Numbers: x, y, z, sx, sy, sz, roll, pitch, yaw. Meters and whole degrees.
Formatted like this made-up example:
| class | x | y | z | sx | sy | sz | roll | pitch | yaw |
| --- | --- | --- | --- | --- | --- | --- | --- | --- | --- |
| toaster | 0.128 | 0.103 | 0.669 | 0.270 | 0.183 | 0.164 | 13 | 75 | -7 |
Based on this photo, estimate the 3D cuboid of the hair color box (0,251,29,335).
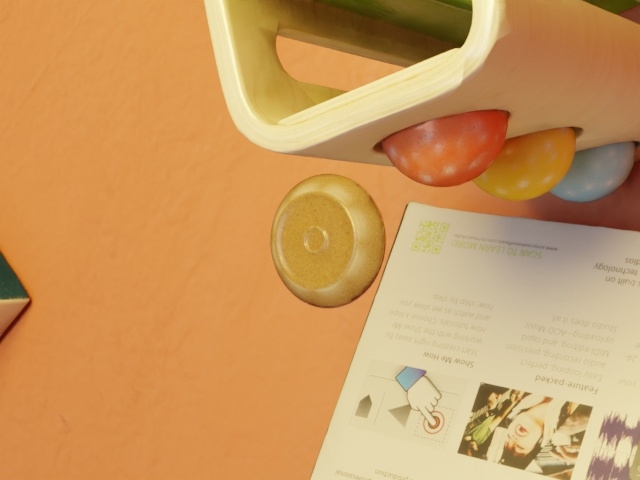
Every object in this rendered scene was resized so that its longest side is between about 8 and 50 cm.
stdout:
| class | x | y | z | sx | sy | sz | roll | pitch | yaw |
| --- | --- | --- | --- | --- | --- | --- | --- | --- | --- |
| hair color box | -0.386 | 0.122 | 0.968 | 0.347 | 0.174 | 0.105 | -48 | 66 | 22 |

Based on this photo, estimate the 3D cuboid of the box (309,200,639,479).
| class | x | y | z | sx | sy | sz | roll | pitch | yaw |
| --- | --- | --- | --- | --- | --- | --- | --- | --- | --- |
| box | 0.097 | 0.145 | 0.657 | 0.232 | 0.058 | 0.322 | 9 | 71 | 38 |

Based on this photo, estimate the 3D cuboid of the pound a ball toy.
| class | x | y | z | sx | sy | sz | roll | pitch | yaw |
| --- | --- | --- | --- | --- | --- | --- | --- | --- | --- |
| pound a ball toy | 0.101 | -0.095 | 0.579 | 0.208 | 0.319 | 0.135 | -18 | 80 | 30 |

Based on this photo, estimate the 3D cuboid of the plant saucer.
| class | x | y | z | sx | sy | sz | roll | pitch | yaw |
| --- | --- | --- | --- | --- | --- | --- | --- | --- | --- |
| plant saucer | 0.000 | 0.000 | 0.821 | 0.083 | 0.015 | 0.083 | -1 | 89 | 32 |
